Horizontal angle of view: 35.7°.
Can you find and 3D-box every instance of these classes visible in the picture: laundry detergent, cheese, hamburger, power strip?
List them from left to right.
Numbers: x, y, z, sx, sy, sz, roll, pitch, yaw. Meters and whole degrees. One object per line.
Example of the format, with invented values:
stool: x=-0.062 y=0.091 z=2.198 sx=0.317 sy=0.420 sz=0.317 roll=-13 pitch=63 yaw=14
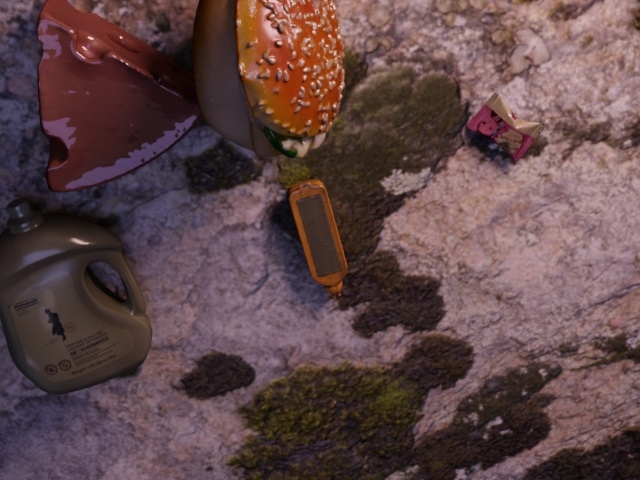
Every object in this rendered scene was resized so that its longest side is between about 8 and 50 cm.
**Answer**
laundry detergent: x=-0.320 y=0.060 z=1.232 sx=0.181 sy=0.091 sz=0.253 roll=-18 pitch=117 yaw=-1
cheese: x=-0.257 y=-0.142 z=1.118 sx=0.203 sy=0.128 sz=0.177 roll=28 pitch=109 yaw=-21
hamburger: x=-0.051 y=-0.203 z=1.075 sx=0.148 sy=0.237 sz=0.236 roll=6 pitch=118 yaw=14
power strip: x=0.000 y=0.000 z=1.282 sx=0.049 sy=0.028 sz=0.178 roll=-16 pitch=117 yaw=0

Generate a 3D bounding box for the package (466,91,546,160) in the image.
package: x=0.232 y=-0.142 z=1.243 sx=0.083 sy=0.029 sz=0.059 roll=32 pitch=116 yaw=-10
